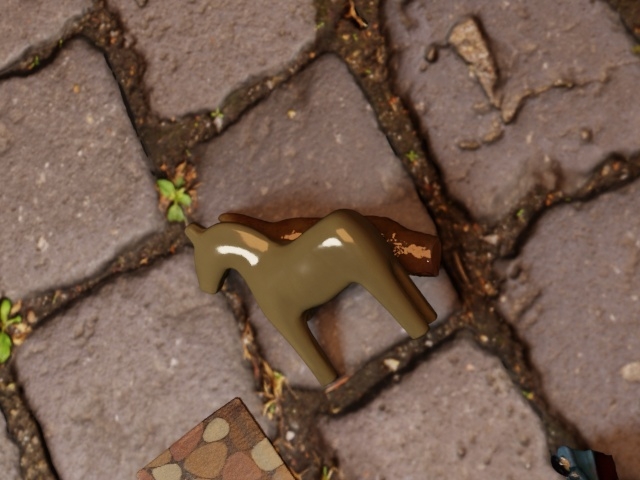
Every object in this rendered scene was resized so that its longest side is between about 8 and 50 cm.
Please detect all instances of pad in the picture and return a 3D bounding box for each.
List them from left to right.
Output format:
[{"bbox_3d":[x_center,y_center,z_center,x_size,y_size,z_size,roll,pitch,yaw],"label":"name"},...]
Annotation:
[{"bbox_3d":[-0.093,0.314,1.489,0.158,0.003,0.235,-38,68,4],"label":"pad"}]

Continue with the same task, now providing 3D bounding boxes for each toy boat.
[{"bbox_3d":[0.269,0.321,1.325,0.097,0.100,0.223,-10,71,4],"label":"toy boat"}]

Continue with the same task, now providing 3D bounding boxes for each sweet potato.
[{"bbox_3d":[0.000,0.000,1.514,0.281,0.059,0.067,4,68,17],"label":"sweet potato"}]

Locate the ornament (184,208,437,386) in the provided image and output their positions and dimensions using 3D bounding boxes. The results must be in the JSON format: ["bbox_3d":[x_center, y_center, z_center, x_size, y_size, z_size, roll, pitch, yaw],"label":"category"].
[{"bbox_3d":[-0.025,0.044,1.471,0.230,0.061,0.245,-33,96,32],"label":"ornament"}]
